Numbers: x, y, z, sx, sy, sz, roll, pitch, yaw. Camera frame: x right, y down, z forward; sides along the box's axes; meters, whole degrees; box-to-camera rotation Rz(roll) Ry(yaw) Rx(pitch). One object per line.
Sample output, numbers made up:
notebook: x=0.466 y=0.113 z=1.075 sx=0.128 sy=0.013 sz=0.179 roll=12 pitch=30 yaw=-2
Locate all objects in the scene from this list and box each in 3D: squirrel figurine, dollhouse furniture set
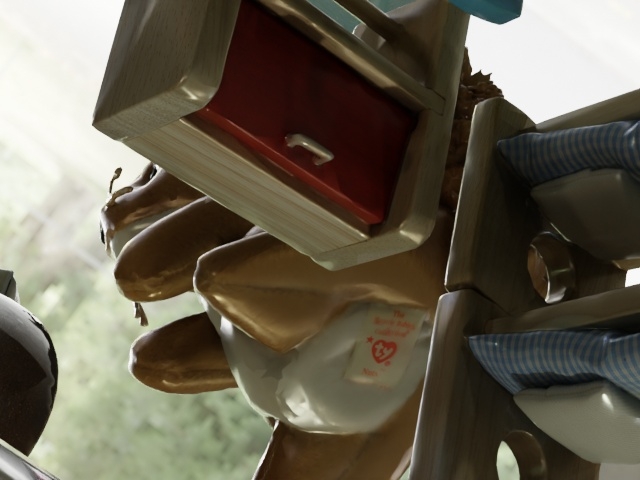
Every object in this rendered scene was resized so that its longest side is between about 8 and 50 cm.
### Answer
squirrel figurine: x=0.000 y=0.000 z=1.633 sx=0.370 sy=0.397 sz=0.281 roll=43 pitch=156 yaw=54
dollhouse furniture set: x=0.055 y=-0.009 z=0.455 sx=0.184 sy=0.129 sz=0.129 roll=31 pitch=147 yaw=-34

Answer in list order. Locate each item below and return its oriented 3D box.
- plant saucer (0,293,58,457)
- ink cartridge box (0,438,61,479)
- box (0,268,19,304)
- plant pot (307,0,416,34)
plant saucer: x=-0.317 y=0.111 z=1.169 sx=0.310 sy=0.311 sz=0.050 roll=30 pitch=147 yaw=48
ink cartridge box: x=-0.120 y=0.180 z=0.680 sx=0.371 sy=0.175 sz=0.069 roll=40 pitch=179 yaw=-29
box: x=-0.388 y=0.090 z=1.397 sx=0.311 sy=0.148 sz=0.121 roll=9 pitch=138 yaw=6
plant pot: x=0.030 y=-0.302 z=1.293 sx=0.247 sy=0.248 sz=0.252 roll=42 pitch=167 yaw=7
